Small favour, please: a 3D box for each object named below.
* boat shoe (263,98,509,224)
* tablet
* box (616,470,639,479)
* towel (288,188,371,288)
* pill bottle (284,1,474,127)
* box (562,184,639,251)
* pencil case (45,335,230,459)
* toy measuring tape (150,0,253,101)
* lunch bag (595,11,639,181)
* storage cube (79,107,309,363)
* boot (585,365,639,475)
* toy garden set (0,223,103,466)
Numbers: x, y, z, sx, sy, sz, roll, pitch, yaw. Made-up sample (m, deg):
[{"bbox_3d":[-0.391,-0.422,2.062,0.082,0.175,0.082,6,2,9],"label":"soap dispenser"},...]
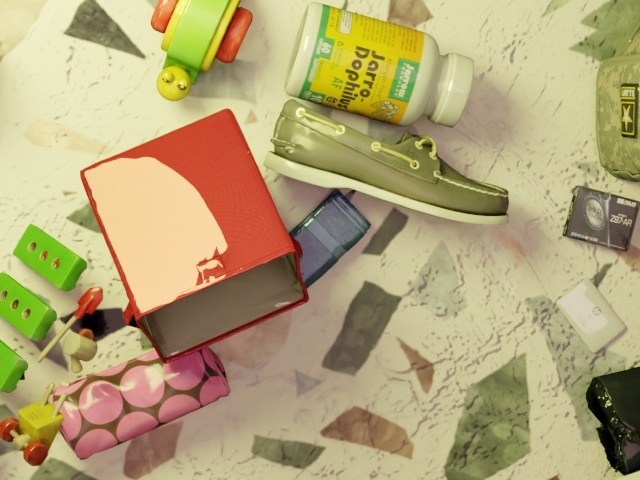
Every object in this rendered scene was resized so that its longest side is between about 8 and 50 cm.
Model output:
[{"bbox_3d":[0.089,-0.090,1.707,0.305,0.109,0.091,15,96,-3],"label":"boat shoe"},{"bbox_3d":[0.341,0.094,1.794,0.054,0.006,0.083,-38,96,-4],"label":"tablet"},{"bbox_3d":[0.451,0.360,1.746,0.130,0.091,0.170,-19,119,-6],"label":"box"},{"bbox_3d":[0.000,0.000,1.741,0.119,0.029,0.067,-44,96,-3],"label":"towel"},{"bbox_3d":[0.071,-0.202,1.695,0.208,0.117,0.117,15,91,-7],"label":"pill bottle"},{"bbox_3d":[0.353,-0.027,1.783,0.083,0.018,0.067,15,91,-6],"label":"box"},{"bbox_3d":[-0.217,0.180,1.698,0.209,0.095,0.098,-22,80,-7],"label":"pencil case"},{"bbox_3d":[-0.114,-0.317,1.673,0.121,0.121,0.330,24,90,-7],"label":"toy measuring tape"},{"bbox_3d":[0.445,-0.192,1.677,0.169,0.235,0.287,33,88,-12],"label":"lunch bag"},{"bbox_3d":[-0.143,-0.002,1.618,0.215,0.183,0.193,-23,69,-4],"label":"storage cube"},{"bbox_3d":[0.434,0.157,1.761,0.207,0.094,0.246,-12,100,-9],"label":"boot"},{"bbox_3d":[-0.330,0.130,1.653,0.049,0.204,0.244,31,89,-49],"label":"toy garden set"}]
